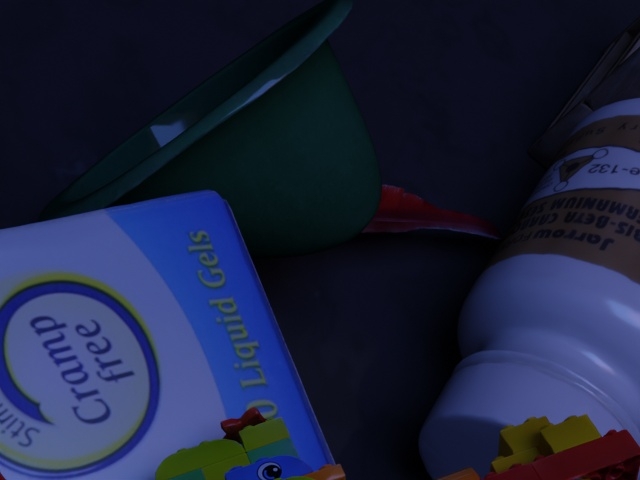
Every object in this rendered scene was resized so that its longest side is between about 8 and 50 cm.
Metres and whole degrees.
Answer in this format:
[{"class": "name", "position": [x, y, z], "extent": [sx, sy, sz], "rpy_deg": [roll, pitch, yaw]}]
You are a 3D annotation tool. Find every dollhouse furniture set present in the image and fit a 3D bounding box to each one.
[{"class": "dollhouse furniture set", "position": [0.258, -0.062, 0.706], "extent": [0.183, 0.129, 0.129], "rpy_deg": [42, 56, -1]}]

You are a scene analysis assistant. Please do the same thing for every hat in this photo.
[{"class": "hat", "position": [0.000, 0.000, 0.561], "extent": [0.208, 0.173, 0.183], "rpy_deg": [-39, 105, -10]}]

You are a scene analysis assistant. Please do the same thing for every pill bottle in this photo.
[{"class": "pill bottle", "position": [0.147, 0.041, 0.604], "extent": [0.131, 0.131, 0.229], "rpy_deg": [39, 56, -3]}]

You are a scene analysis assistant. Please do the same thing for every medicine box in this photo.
[{"class": "medicine box", "position": [-0.137, 0.150, 0.412], "extent": [0.289, 0.149, 0.264], "rpy_deg": [-14, 72, -30]}]

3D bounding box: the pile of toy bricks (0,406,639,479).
[{"class": "pile of toy bricks", "position": [-0.018, 0.096, 0.356], "extent": [0.212, 0.118, 0.105], "rpy_deg": [-15, 43, -14]}]
